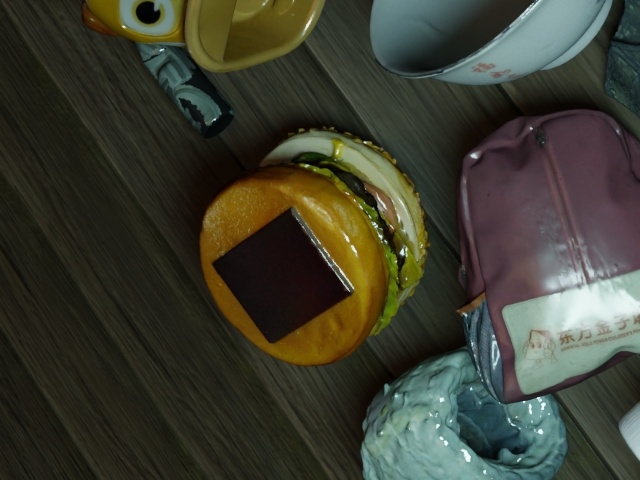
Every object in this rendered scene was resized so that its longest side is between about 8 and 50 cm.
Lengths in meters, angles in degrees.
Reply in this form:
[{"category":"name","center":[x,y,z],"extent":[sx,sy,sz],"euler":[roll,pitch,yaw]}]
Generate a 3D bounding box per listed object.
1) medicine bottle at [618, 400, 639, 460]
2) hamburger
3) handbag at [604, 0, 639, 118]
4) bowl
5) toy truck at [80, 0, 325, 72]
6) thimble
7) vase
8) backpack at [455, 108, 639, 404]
[{"category":"medicine bottle","center":[0.467,0.160,1.819],"extent":[0.273,0.165,0.165],"euler":[-44,76,11]},{"category":"hamburger","center":[0.000,0.000,2.158],"extent":[0.291,0.225,0.291],"euler":[15,120,29]},{"category":"handbag","center":[0.389,-0.203,1.848],"extent":[0.175,0.088,0.270],"euler":[42,154,23]},{"category":"bowl","center":[0.225,-0.290,1.908],"extent":[0.157,0.345,0.345],"euler":[34,137,-31]},{"category":"toy truck","center":[-0.153,-0.339,2.149],"extent":[0.211,0.288,0.204],"euler":[36,122,37]},{"category":"thimble","center":[0.169,0.242,2.097],"extent":[0.172,0.250,0.205],"euler":[-35,55,41]},{"category":"vase","center":[-0.202,-0.235,2.339],"extent":[0.211,0.060,0.060],"euler":[51,127,12]},{"category":"backpack","center":[0.282,0.009,1.955],"extent":[0.283,0.197,0.317],"euler":[-17,84,0]}]
